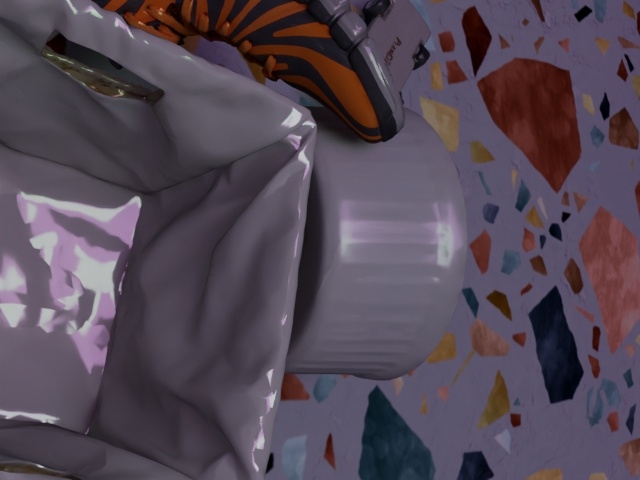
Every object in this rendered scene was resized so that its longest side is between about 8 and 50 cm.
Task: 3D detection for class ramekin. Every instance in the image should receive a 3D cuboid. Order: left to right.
[{"bbox_3d":[0.000,0.000,0.783,0.135,0.277,0.277,1,84,-31],"label":"ramekin"}]

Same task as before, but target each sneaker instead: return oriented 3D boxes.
[{"bbox_3d":[-0.081,-0.176,0.680,0.180,0.124,0.321,-39,84,0],"label":"sneaker"}]

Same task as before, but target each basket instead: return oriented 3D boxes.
[{"bbox_3d":[-0.218,0.020,0.600,0.328,0.266,0.331,19,74,-36],"label":"basket"}]

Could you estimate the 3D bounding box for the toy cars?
[{"bbox_3d":[0.068,-0.113,0.970,0.176,0.087,0.393,1,81,-44],"label":"toy cars"}]
